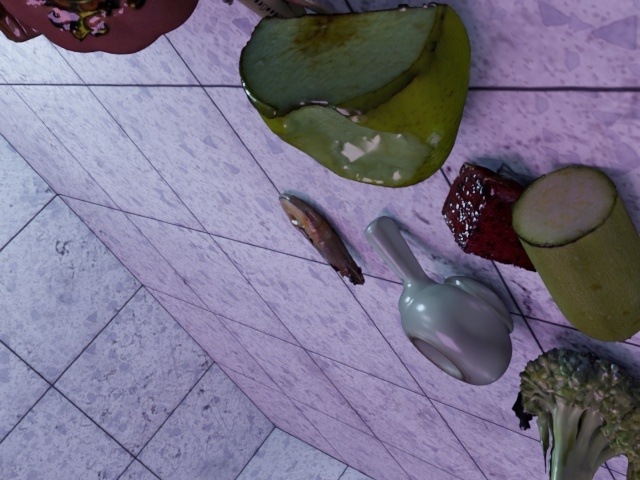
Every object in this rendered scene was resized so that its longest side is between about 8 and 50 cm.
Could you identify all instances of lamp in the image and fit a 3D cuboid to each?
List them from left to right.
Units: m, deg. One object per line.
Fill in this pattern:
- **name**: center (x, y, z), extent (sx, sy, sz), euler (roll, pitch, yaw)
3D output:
- **lamp**: center (-0.294, -0.399, 1.063), extent (0.305, 0.240, 0.305), euler (-1, 132, -1)

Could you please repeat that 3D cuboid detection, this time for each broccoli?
- **broccoli**: center (0.417, 0.315, 1.305), extent (0.247, 0.243, 0.263), euler (-11, 133, 47)

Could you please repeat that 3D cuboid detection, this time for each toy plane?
- **toy plane**: center (-0.076, -0.326, 1.032), extent (0.229, 0.092, 0.244), euler (25, 169, 38)

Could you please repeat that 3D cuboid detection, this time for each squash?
- **squash**: center (0.345, 0.035, 1.032), extent (0.132, 0.132, 0.247), euler (13, 148, 48)

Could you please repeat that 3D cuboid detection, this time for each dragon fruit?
- **dragon fruit**: center (0.258, -0.035, 1.121), extent (0.161, 0.120, 0.127), euler (19, 120, -16)

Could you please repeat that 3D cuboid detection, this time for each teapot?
- **teapot**: center (0.202, 0.106, 1.375), extent (0.318, 0.149, 0.220), euler (47, 164, -20)

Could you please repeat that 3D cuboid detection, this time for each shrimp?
- **shrimp**: center (0.001, -0.002, 1.637), extent (0.251, 0.052, 0.143), euler (54, 166, -16)

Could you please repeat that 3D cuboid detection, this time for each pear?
- **pear**: center (0.055, -0.158, 1.010), extent (0.292, 0.159, 0.292), euler (14, 163, 5)

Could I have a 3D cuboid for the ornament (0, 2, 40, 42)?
- **ornament**: center (-0.529, -0.466, 1.366), extent (0.235, 0.221, 0.217), euler (-11, 136, 29)
